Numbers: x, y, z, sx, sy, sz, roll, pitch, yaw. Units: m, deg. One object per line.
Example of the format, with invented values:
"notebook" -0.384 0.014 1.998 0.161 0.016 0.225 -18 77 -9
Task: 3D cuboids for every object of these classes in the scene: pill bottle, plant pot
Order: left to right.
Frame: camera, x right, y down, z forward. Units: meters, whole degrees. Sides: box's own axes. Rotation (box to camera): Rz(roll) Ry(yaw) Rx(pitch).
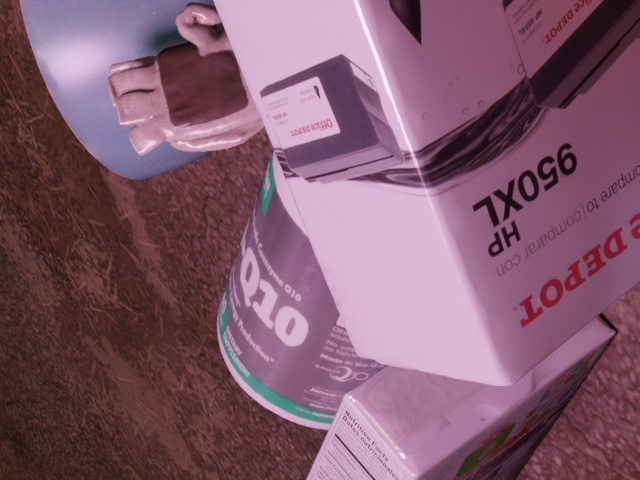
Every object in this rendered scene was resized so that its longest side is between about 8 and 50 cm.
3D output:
"plant pot" -0.101 -0.214 1.484 0.195 0.290 0.290 -12 113 21
"pill bottle" 0.043 -0.010 1.474 0.204 0.204 0.361 46 144 19

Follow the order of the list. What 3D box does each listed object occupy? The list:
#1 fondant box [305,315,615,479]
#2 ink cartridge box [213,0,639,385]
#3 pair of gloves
"fondant box" 0.104 0.185 1.552 0.096 0.238 0.330 49 151 17
"ink cartridge box" 0.106 -0.143 1.170 0.166 0.285 0.395 8 126 53
"pair of gloves" -0.083 -0.190 1.335 0.042 0.204 0.240 37 -148 -74
